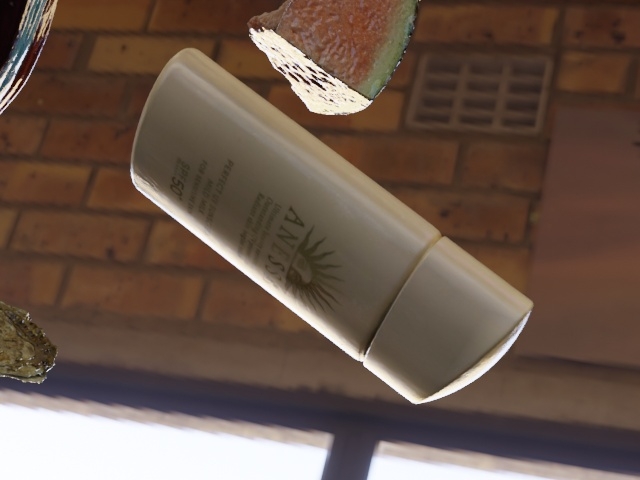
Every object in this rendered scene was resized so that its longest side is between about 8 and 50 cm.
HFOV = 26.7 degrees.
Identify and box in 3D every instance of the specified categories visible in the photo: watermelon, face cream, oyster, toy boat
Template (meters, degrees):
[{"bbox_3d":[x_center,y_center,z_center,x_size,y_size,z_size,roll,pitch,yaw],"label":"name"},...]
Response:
[{"bbox_3d":[0.026,-0.299,1.627,0.226,0.318,0.148,-9,21,-38],"label":"watermelon"},{"bbox_3d":[0.000,0.000,1.097,0.348,0.081,0.173,38,-38,11],"label":"face cream"},{"bbox_3d":[-0.406,0.126,1.624,0.177,0.125,0.064,20,-62,-15],"label":"oyster"},{"bbox_3d":[-0.492,-0.243,1.917,0.136,0.079,0.392,33,-61,-9],"label":"toy boat"}]
